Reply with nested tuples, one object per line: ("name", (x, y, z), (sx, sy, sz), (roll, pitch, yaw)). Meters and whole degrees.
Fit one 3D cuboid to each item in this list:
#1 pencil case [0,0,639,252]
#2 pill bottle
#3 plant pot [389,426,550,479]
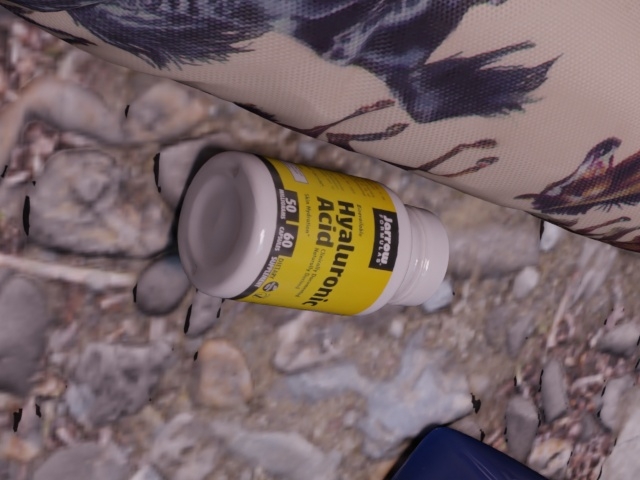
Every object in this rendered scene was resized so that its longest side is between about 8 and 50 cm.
("pencil case", (0.030, -0.118, 0.553), (0.410, 0.183, 0.160), (17, 131, -39))
("pill bottle", (0.000, 0.000, 0.652), (0.116, 0.065, 0.065), (9, 107, -38))
("plant pot", (0.121, 0.277, 0.781), (0.236, 0.212, 0.236), (33, 93, -41))
